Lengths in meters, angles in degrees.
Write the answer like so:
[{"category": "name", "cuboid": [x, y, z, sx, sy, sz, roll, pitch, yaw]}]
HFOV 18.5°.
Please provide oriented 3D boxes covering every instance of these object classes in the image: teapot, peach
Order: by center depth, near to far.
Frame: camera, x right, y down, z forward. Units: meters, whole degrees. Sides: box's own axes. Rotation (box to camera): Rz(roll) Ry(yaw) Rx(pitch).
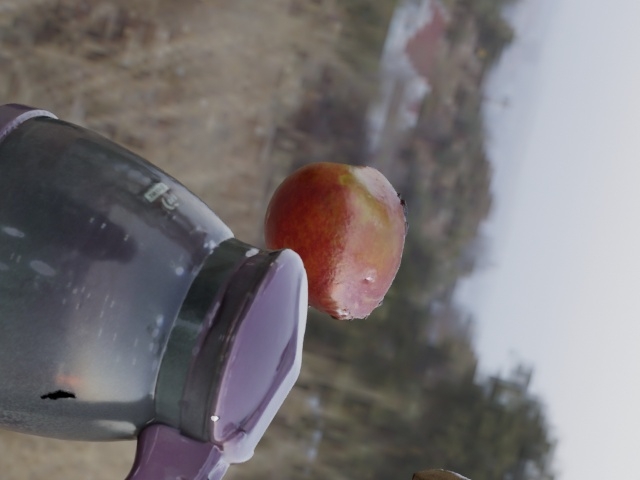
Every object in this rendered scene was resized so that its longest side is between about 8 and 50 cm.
[{"category": "teapot", "cuboid": [-0.081, 0.032, 0.697, 0.148, 0.146, 0.116, -58, 162, -45]}, {"category": "peach", "cuboid": [0.000, -0.001, 1.131, 0.061, 0.098, 0.098, 15, 91, -47]}]

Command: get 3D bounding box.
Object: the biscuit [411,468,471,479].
[{"category": "biscuit", "cuboid": [0.042, 0.098, 0.494, 0.016, 0.082, 0.092, -30, 115, -28]}]
